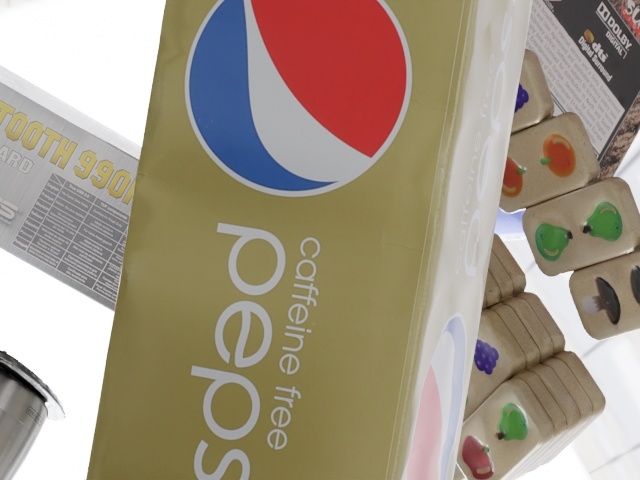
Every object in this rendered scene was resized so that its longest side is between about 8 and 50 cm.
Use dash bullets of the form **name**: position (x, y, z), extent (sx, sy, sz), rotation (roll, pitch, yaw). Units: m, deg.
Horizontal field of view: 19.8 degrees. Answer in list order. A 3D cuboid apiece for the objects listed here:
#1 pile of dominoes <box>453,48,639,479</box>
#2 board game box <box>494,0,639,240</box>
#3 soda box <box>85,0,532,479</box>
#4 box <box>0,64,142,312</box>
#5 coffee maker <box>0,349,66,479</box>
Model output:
- **pile of dominoes**: position (0.030, -0.020, 0.770), extent (0.040, 0.196, 0.251), rotation (-21, -111, -35)
- **board game box**: position (0.084, -0.180, 0.955), extent (0.232, 0.141, 0.291), rotation (49, -120, -27)
- **soda box**: position (0.000, 0.000, 0.347), extent (0.058, 0.061, 0.181), rotation (10, -90, 15)
- **box**: position (-0.110, -0.026, 0.749), extent (0.231, 0.183, 0.056), rotation (30, -89, -3)
- **coffee maker**: position (-0.257, 0.144, 1.068), extent (0.120, 0.171, 0.178), rotation (43, -118, -37)
